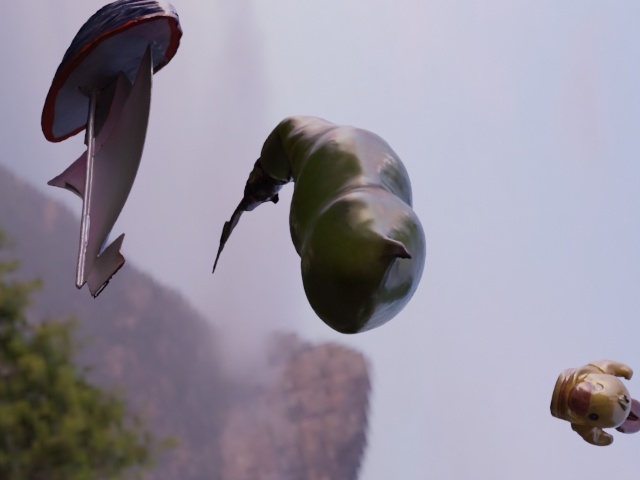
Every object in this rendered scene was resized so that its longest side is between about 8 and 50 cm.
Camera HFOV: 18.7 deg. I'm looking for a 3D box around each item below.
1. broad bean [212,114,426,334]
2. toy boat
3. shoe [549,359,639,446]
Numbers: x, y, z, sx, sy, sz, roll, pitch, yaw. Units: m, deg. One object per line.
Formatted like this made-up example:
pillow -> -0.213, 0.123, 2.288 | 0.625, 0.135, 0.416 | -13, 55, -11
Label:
broad bean -> 0.004, -0.011, 0.937 | 0.318, 0.056, 0.098 | -161, -91, -78
toy boat -> -0.188, -0.110, 1.776 | 0.219, 0.072, 0.318 | -54, -151, 23
shoe -> 0.242, 0.137, 1.670 | 0.109, 0.069, 0.072 | 66, 43, -58
